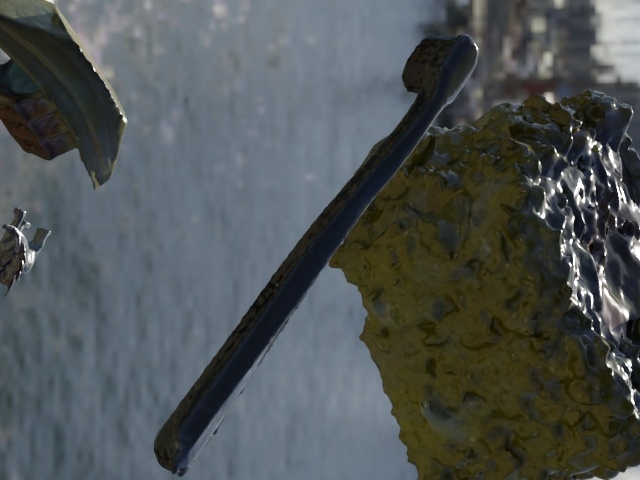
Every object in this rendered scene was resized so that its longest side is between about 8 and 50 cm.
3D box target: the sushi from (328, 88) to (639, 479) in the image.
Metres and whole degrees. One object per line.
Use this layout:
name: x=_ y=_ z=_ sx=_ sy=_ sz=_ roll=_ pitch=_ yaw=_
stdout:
sushi: x=0.196 y=0.034 z=1.786 sx=0.351 sy=0.240 sz=0.396 roll=65 pitch=28 yaw=-8

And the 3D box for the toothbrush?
toothbrush: x=0.000 y=0.000 z=0.968 sx=0.297 sy=0.030 sz=0.030 roll=-55 pitch=139 yaw=-25

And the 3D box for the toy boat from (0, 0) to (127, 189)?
toy boat: x=-0.163 y=-0.093 z=1.082 sx=0.065 sy=0.066 sz=0.172 roll=60 pitch=0 yaw=40

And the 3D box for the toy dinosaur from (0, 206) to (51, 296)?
toy dinosaur: x=-0.294 y=0.012 z=1.798 sx=0.082 sy=0.039 sz=0.209 roll=-64 pitch=-178 yaw=-11
